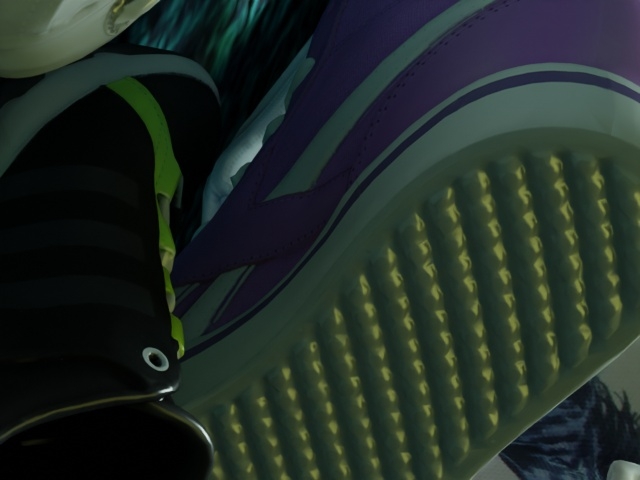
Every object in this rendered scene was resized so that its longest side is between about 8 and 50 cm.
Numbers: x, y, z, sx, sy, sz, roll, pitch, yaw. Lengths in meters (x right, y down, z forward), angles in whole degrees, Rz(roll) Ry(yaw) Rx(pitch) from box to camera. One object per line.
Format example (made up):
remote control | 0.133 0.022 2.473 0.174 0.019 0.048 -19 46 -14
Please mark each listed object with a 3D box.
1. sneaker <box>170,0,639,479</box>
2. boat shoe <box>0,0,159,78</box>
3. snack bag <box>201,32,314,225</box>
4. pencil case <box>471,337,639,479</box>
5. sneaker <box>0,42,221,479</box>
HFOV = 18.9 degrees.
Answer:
sneaker | -0.003 0.013 0.572 0.282 0.102 0.161 -38 -150 29
boat shoe | -0.009 -0.145 0.410 0.258 0.095 0.084 -50 167 -20
snack bag | 0.000 0.000 0.818 0.323 0.037 0.343 -56 165 -41
pencil case | -0.001 0.171 0.665 0.183 0.160 0.410 -16 -160 50
sneaker | -0.065 0.034 0.455 0.235 0.097 0.084 -51 161 -51
